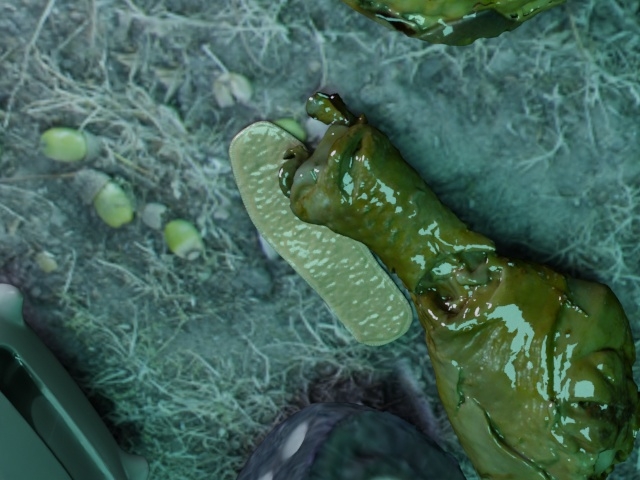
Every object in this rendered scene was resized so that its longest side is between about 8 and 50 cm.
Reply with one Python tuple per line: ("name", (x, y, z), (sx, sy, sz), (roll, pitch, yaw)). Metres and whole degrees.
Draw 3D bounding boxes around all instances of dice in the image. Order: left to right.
("dice", (0.018, 0.265, 1.170), (0.181, 0.182, 0.183), (36, 140, -13))

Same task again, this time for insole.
("insole", (0.000, 0.000, 1.152), (0.081, 0.011, 0.248), (-30, 114, 14))

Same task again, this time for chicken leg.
("chicken leg", (0.120, 0.053, 1.111), (0.201, 0.153, 0.429), (-37, 106, 24))

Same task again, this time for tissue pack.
("tissue pack", (-0.309, 0.199, 1.132), (0.236, 0.229, 0.333), (-25, 115, 15))

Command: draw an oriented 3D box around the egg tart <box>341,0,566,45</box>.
("egg tart", (0.123, -0.295, 0.907), (0.341, 0.132, 0.341), (-4, 110, -12))
